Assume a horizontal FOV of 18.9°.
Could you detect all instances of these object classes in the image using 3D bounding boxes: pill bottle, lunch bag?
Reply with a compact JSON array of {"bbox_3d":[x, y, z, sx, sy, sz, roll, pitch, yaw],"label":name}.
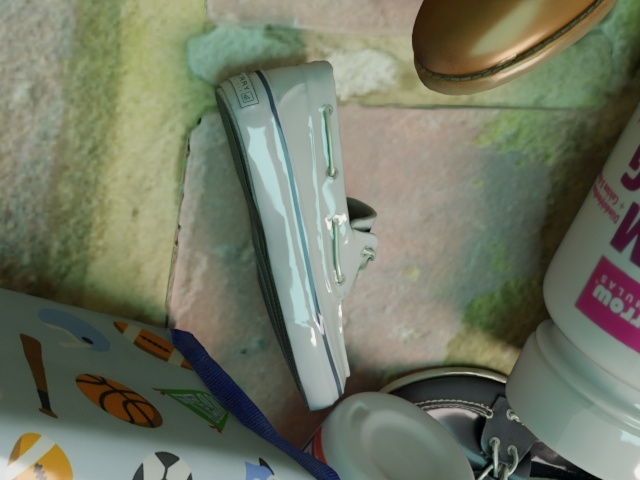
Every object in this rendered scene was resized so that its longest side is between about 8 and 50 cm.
[{"bbox_3d":[0.006,0.197,1.235,0.108,0.108,0.193,17,128,-27],"label":"pill bottle"},{"bbox_3d":[0.237,0.007,1.188,0.160,0.160,0.283,16,112,-26],"label":"pill bottle"},{"bbox_3d":[-0.236,0.217,1.073,0.328,0.239,0.385,17,107,-43],"label":"lunch bag"}]

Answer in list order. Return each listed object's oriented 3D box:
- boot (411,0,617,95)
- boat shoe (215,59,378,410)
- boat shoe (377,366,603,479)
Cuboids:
[{"bbox_3d":[0.110,-0.231,1.015,0.283,0.109,0.220,-45,137,3],"label":"boot"},{"bbox_3d":[0.000,0.000,1.149,0.075,0.083,0.226,-17,122,-8],"label":"boat shoe"},{"bbox_3d":[0.128,0.139,1.283,0.206,0.065,0.075,15,115,-24],"label":"boat shoe"}]
